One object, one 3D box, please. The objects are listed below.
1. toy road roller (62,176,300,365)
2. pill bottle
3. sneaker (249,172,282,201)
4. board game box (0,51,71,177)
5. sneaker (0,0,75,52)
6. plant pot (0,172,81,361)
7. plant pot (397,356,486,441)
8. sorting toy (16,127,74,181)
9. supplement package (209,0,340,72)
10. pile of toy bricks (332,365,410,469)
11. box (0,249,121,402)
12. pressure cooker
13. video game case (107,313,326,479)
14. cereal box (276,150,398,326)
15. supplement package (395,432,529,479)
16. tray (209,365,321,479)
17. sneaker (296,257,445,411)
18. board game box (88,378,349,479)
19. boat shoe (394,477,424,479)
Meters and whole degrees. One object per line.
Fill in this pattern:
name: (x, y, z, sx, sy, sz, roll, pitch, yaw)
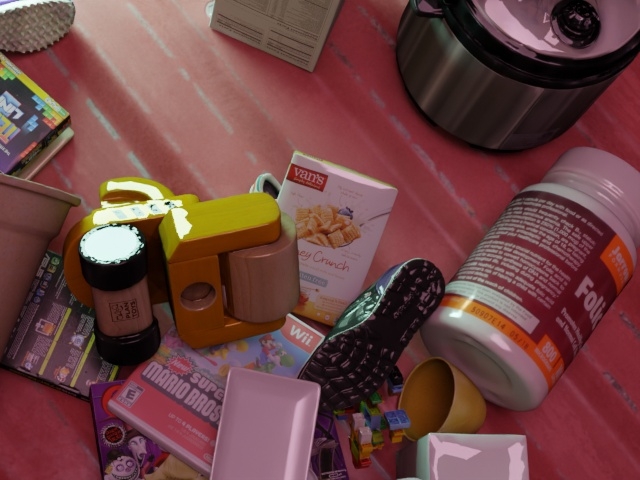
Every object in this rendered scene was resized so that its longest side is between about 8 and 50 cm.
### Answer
toy road roller: (-0.207, 0.013, 1.703, 0.330, 0.202, 0.240, -10, 41, -10)
pill bottle: (0.352, 0.053, 1.837, 0.224, 0.224, 0.392, 39, 70, 3)
sneaker: (-0.066, -0.033, 1.862, 0.057, 0.075, 0.161, -19, 76, -16)
board game box: (-0.495, -0.196, 1.809, 0.170, 0.048, 0.141, 41, 72, 4)
sneaker: (-0.545, -0.371, 1.870, 0.293, 0.102, 0.146, -17, 58, -24)
plant pot: (-0.533, 0.047, 1.626, 0.334, 0.334, 0.305, 14, 86, -6)
plant pot: (0.197, 0.257, 1.801, 0.095, 0.134, 0.134, 23, 67, -29)
sorting toy: (-0.524, -0.162, 1.836, 0.193, 0.038, 0.208, 40, 69, 4)
supplement package: (-0.045, -0.446, 1.904, 0.198, 0.262, 0.199, 23, 69, -2)
pile of toy bricks: (0.072, 0.264, 1.775, 0.118, 0.105, 0.212, -6, 33, -15)
box: (-0.373, 0.131, 1.766, 0.184, 0.045, 0.190, 22, 68, -6)
pressure cooker: (0.339, -0.371, 1.871, 0.375, 0.420, 0.370, 40, 70, 4)
video game case: (-0.146, 0.195, 1.719, 0.204, 0.025, 0.285, 32, 56, 8)
cereal box: (0.000, 0.000, 1.821, 0.173, 0.047, 0.240, 19, 100, -3)
supplement package: (0.204, 0.391, 1.706, 0.149, 0.203, 0.194, 3, 72, -10)
tray: (-0.088, 0.319, 1.625, 0.145, 0.030, 0.270, 15, 76, -24)
sneaker: (0.066, 0.146, 1.761, 0.283, 0.124, 0.107, -44, 102, -15)
board game box: (-0.148, 0.287, 1.700, 0.347, 0.056, 0.208, -6, 55, -17)
boat shoe: (0.050, 0.411, 1.644, 0.108, 0.301, 0.102, 41, 25, -8)
